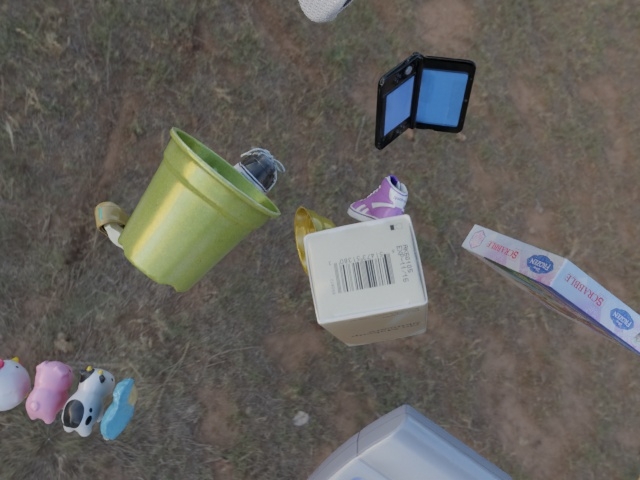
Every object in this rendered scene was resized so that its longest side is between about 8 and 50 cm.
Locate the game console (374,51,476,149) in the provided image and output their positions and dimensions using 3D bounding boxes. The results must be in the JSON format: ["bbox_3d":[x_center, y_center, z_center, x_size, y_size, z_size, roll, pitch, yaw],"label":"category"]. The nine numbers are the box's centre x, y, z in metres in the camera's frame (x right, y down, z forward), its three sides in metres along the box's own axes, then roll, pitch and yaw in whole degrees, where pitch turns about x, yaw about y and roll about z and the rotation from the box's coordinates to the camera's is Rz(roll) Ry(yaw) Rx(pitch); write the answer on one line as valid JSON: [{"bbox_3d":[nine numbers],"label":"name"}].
[{"bbox_3d":[0.130,-0.169,0.761,0.107,0.122,0.071,-40,62,-23],"label":"game console"}]

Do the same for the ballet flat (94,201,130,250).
[{"bbox_3d":[-0.417,0.009,1.325,0.232,0.080,0.073,50,17,-43],"label":"ballet flat"}]

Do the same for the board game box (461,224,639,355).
[{"bbox_3d":[0.506,0.101,1.280,0.318,0.318,0.066,33,92,-21],"label":"board game box"}]

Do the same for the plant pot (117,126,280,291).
[{"bbox_3d":[-0.266,-0.045,1.223,0.276,0.276,0.254,39,96,-8],"label":"plant pot"}]

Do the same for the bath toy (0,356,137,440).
[{"bbox_3d":[-0.604,0.339,1.370,0.348,0.129,0.151,10,34,6],"label":"bath toy"}]

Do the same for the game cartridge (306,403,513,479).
[{"bbox_3d":[0.062,0.331,0.659,0.198,0.062,0.297,33,107,-6],"label":"game cartridge"}]

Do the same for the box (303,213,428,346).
[{"bbox_3d":[0.079,0.074,0.886,0.147,0.311,0.121,-12,73,8],"label":"box"}]

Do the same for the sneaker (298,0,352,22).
[{"bbox_3d":[0.121,-0.519,1.016,0.210,0.366,0.137,-15,66,-45],"label":"sneaker"}]

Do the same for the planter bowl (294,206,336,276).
[{"bbox_3d":[0.000,0.000,1.753,0.090,0.217,0.217,-11,78,-18],"label":"planter bowl"}]

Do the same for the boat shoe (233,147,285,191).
[{"bbox_3d":[-0.156,-0.178,1.499,0.105,0.306,0.113,-43,94,0],"label":"boat shoe"}]

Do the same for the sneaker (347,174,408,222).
[{"bbox_3d":[0.181,-0.118,1.788,0.102,0.282,0.161,17,94,-24],"label":"sneaker"}]

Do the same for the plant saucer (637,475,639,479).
[{"bbox_3d":[0.227,0.168,0.394,0.015,0.083,0.083,31,59,19],"label":"plant saucer"}]
